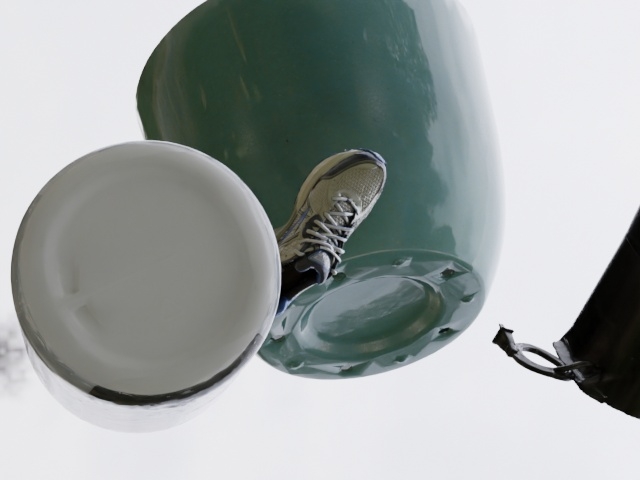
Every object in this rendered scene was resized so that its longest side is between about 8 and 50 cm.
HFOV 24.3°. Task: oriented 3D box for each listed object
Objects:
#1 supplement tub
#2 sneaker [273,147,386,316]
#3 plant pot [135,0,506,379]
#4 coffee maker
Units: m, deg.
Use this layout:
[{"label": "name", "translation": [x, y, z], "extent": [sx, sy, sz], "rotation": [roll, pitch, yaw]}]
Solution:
[{"label": "supplement tub", "translation": [-0.086, 0.030, 0.709], "extent": [0.190, 0.117, 0.117], "rotation": [129, -48, -75]}, {"label": "sneaker", "translation": [0.000, 0.000, 0.979], "extent": [0.135, 0.052, 0.058], "rotation": [-49, -150, 17]}, {"label": "plant pot", "translation": [0.016, -0.033, 1.177], "extent": [0.293, 0.293, 0.235], "rotation": [-55, -140, 45]}, {"label": "coffee maker", "translation": [0.226, 0.017, 0.898], "extent": [0.120, 0.171, 0.178], "rotation": [44, -60, 44]}]
